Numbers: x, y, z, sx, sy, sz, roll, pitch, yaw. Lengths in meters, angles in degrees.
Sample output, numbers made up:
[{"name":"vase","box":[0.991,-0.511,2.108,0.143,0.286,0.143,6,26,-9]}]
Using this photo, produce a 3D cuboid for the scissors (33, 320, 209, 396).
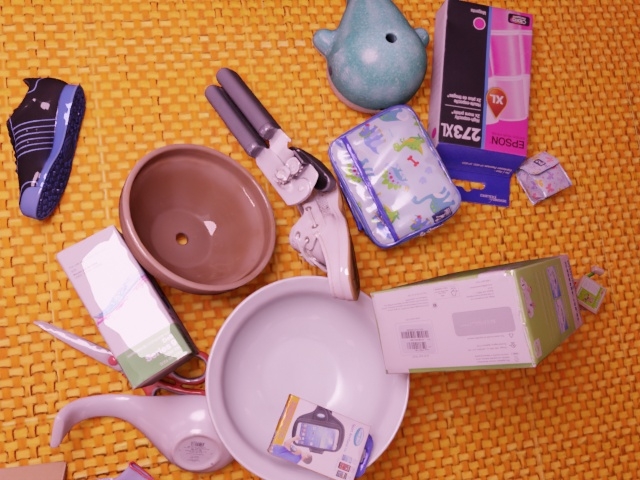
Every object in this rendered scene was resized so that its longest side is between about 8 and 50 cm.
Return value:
[{"name":"scissors","box":[-0.313,0.206,0.791,0.298,0.021,0.108,14,83,-10]}]

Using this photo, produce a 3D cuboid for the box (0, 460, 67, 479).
[{"name":"box","box":[-0.451,0.410,0.677,0.165,0.021,0.201,-2,42,-11]}]

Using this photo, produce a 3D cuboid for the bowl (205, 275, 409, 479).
[{"name":"bowl","box":[-0.025,0.210,0.776,0.298,0.134,0.297,3,75,-11]}]

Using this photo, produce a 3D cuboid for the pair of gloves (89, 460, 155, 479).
[{"name":"pair of gloves","box":[-0.280,0.417,0.739,0.159,0.023,0.198,-42,99,9]}]

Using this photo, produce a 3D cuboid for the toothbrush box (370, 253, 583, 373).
[{"name":"toothbrush box","box":[0.241,0.102,0.743,0.283,0.206,0.122,-6,84,-53]}]

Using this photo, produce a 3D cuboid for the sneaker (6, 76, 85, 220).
[{"name":"sneaker","box":[-0.444,-0.147,0.786,0.091,0.081,0.232,10,75,-6]}]

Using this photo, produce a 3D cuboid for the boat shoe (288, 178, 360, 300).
[{"name":"boat shoe","box":[0.000,0.000,0.778,0.096,0.277,0.098,-11,123,1]}]

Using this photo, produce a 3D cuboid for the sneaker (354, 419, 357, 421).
[{"name":"sneaker","box":[0.005,0.407,0.794,0.118,0.108,0.278,51,55,-43]}]

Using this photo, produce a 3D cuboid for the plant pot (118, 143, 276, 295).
[{"name":"plant pot","box":[-0.197,-0.020,0.773,0.238,0.110,0.237,18,57,-30]}]

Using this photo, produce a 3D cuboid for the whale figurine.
[{"name":"whale figurine","box":[0.095,-0.363,0.872,0.217,0.141,0.271,-4,83,-10]}]

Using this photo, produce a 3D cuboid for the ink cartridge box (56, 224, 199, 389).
[{"name":"ink cartridge box","box":[-0.274,0.100,0.734,0.093,0.154,0.212,-33,83,-15]}]

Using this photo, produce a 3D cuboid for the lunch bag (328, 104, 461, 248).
[{"name":"lunch bag","box":[0.122,-0.104,0.863,0.176,0.090,0.218,-26,87,4]}]

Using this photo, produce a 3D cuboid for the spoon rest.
[{"name":"spoon rest","box":[-0.249,0.284,0.763,0.277,0.084,0.137,14,108,-15]}]

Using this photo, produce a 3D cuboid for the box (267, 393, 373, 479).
[{"name":"box","box":[0.006,0.272,0.681,0.136,0.028,0.081,22,72,-2]}]

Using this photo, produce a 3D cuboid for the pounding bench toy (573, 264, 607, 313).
[{"name":"pounding bench toy","box":[0.482,0.087,0.925,0.052,0.065,0.083,32,79,-4]}]

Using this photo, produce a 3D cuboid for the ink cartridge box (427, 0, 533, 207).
[{"name":"ink cartridge box","box":[0.295,-0.256,0.938,0.176,0.069,0.370,7,84,-9]}]

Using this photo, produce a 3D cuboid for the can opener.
[{"name":"can opener","box":[-0.090,-0.168,0.822,0.074,0.093,0.280,-47,71,23]}]

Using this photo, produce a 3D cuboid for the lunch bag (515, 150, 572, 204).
[{"name":"lunch bag","box":[0.418,-0.121,0.947,0.071,0.053,0.083,-24,79,-13]}]
